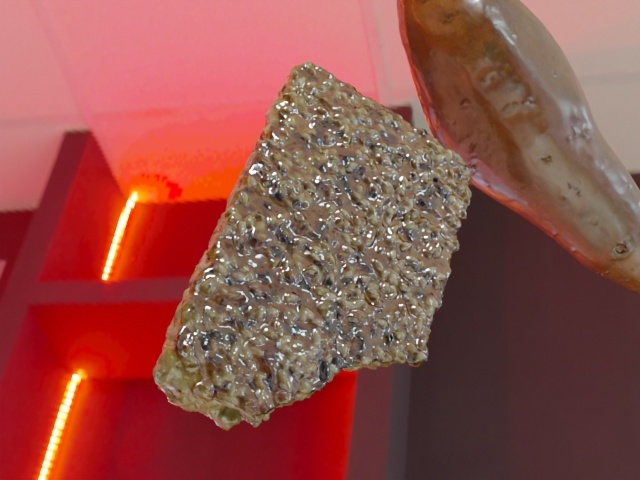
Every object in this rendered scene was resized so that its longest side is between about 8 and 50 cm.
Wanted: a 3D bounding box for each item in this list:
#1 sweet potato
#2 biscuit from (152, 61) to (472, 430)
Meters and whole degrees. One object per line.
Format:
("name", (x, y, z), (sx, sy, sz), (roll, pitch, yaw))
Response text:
("sweet potato", (0.134, -0.097, 0.809), (0.112, 0.112, 0.359), (-31, -92, 35))
("biscuit", (0.008, 0.009, 0.587), (0.131, 0.237, 0.026), (30, -42, -11))
